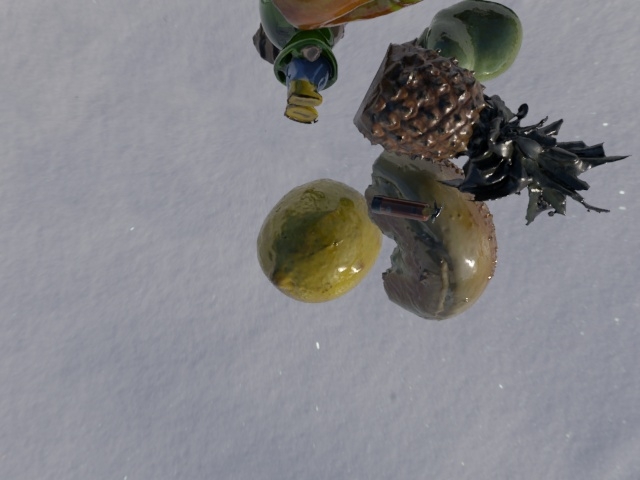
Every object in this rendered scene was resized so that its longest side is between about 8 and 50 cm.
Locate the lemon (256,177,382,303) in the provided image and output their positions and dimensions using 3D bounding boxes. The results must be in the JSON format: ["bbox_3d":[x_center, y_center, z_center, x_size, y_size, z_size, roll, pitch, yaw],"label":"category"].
[{"bbox_3d":[-0.001,0.002,1.686,0.284,0.260,0.261,-14,100,-38],"label":"lemon"}]

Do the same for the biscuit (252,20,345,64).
[{"bbox_3d":[-0.030,-0.543,1.702,0.115,0.268,0.366,-4,108,-35],"label":"biscuit"}]

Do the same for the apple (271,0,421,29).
[{"bbox_3d":[0.026,-0.348,0.835,0.246,0.246,0.226,-14,97,-2],"label":"apple"}]

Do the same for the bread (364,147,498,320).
[{"bbox_3d":[0.189,-0.010,1.244,0.171,0.192,0.314,-32,121,-23],"label":"bread"}]

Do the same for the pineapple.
[{"bbox_3d":[0.226,-0.128,1.072,0.364,0.165,0.166,28,95,-5],"label":"pineapple"}]

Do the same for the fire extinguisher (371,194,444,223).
[{"bbox_3d":[0.099,-0.038,0.900,0.083,0.022,0.028,11,100,27],"label":"fire extinguisher"}]

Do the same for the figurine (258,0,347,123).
[{"bbox_3d":[-0.018,-0.300,1.110,0.143,0.162,0.263,5,72,-2],"label":"figurine"}]

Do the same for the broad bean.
[{"bbox_3d":[0.269,-0.363,1.465,0.228,0.100,0.169,-17,69,-18],"label":"broad bean"}]
